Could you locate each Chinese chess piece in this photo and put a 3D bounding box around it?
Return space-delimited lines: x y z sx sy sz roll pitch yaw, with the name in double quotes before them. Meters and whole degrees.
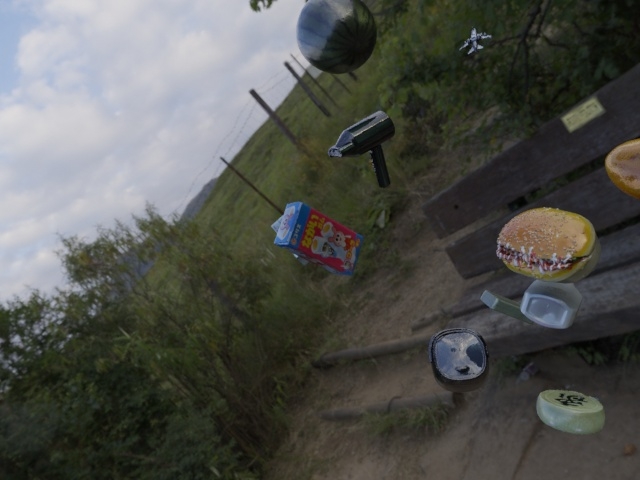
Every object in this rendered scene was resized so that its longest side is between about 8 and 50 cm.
"Chinese chess piece" 0.592 0.403 1.083 0.144 0.058 0.144 1 3 0

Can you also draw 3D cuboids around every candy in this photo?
"candy" -0.001 0.000 1.604 0.100 0.306 0.157 -2 66 53

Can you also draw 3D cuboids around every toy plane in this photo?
"toy plane" 0.377 -0.490 1.110 0.079 0.031 0.083 -11 61 33

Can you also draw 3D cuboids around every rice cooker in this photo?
"rice cooker" 0.593 0.511 1.948 0.267 0.267 0.224 -44 -32 -10

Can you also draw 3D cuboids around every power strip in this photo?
"power strip" 0.782 0.277 1.845 0.053 0.288 0.093 -64 22 12

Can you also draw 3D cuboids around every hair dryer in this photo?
"hair dryer" 0.178 -0.303 1.736 0.244 0.302 0.116 -32 34 -14

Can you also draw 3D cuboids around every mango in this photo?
"mango" 0.835 -0.177 1.148 0.126 0.153 0.252 -12 29 -20

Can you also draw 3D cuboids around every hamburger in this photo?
"hamburger" 0.682 0.010 1.380 0.227 0.152 0.295 -62 23 -2

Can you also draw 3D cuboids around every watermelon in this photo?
"watermelon" 0.050 -0.762 1.669 0.279 0.279 0.359 -43 38 5

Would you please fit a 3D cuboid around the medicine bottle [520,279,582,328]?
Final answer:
"medicine bottle" 0.781 0.198 1.531 0.296 0.161 0.111 -17 -58 -55

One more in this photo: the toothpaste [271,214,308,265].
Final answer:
"toothpaste" -0.118 -0.007 1.988 0.081 0.067 0.336 -42 35 -1
